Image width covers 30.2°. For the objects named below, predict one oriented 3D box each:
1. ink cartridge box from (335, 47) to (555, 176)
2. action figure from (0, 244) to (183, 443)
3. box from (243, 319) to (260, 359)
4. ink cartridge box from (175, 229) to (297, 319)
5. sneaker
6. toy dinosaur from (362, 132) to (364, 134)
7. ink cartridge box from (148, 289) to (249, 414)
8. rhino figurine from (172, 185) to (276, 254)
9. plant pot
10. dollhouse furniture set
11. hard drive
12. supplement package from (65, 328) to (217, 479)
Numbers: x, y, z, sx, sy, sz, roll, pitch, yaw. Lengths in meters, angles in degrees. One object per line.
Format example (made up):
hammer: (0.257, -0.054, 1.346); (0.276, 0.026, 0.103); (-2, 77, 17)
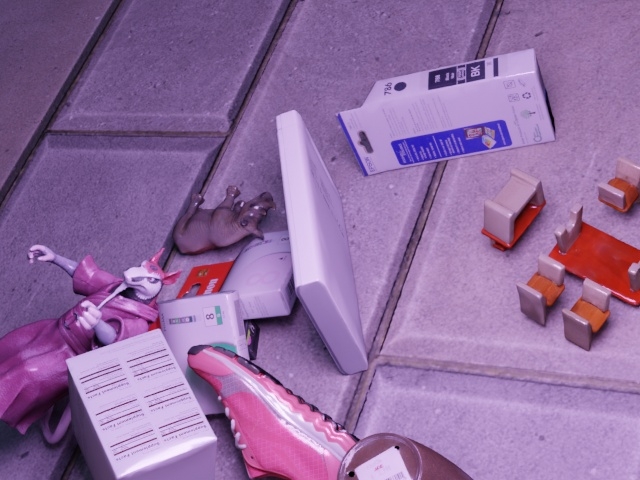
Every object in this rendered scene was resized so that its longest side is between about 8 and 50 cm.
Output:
ink cartridge box: (0.205, -0.206, 1.947); (0.333, 0.165, 0.065); (-10, 49, 16)
action figure: (-0.349, 0.156, 1.784); (0.370, 0.275, 0.248); (-33, 37, 5)
box: (-0.145, 0.156, 1.885); (0.083, 0.052, 0.062); (-9, 49, 18)
ink cartridge box: (-0.137, 0.061, 1.922); (0.233, 0.066, 0.189); (-4, 31, 18)
sneaker: (-0.085, 0.264, 1.685); (0.314, 0.116, 0.136); (34, 84, 18)
toy dinosaur: (0.113, -0.197, 2.071); (0.082, 0.047, 0.090); (10, 45, 9)
ink cartridge box: (-0.221, 0.181, 1.830); (0.225, 0.056, 0.180); (-9, 91, 16)
rhino figurine: (-0.158, -0.032, 2.002); (0.243, 0.073, 0.106); (-10, 47, 42)
plant pot: (0.109, 0.343, 1.486); (0.216, 0.230, 0.215); (-13, 49, 15)
dollhouse furniture set: (0.372, 0.006, 1.744); (0.259, 0.135, 0.262); (31, 70, 28)
hard drive: (0.000, 0.000, 1.822); (0.047, 0.233, 0.353); (-17, 47, 10)
supplement package: (-0.256, 0.277, 1.691); (0.149, 0.194, 0.203); (-18, 55, -21)
